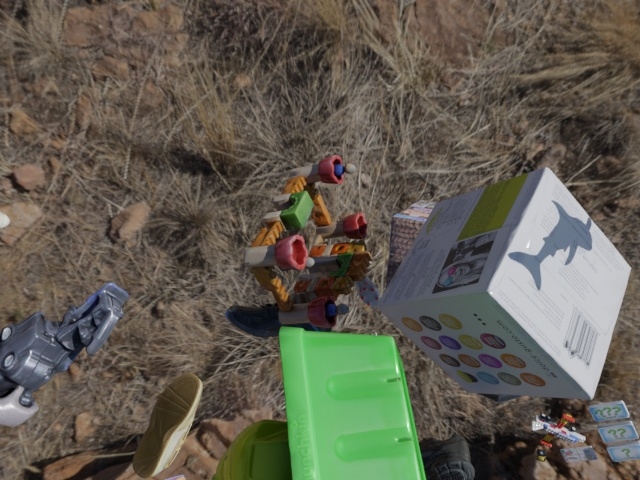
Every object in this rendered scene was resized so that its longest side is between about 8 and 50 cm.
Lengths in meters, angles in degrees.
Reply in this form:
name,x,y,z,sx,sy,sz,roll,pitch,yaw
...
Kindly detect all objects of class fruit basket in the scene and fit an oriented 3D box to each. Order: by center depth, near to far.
name,x,y,z,sx,sy,sz,roll,pitch,yaw
fruit basket,-0.029,0.341,0.826,0.391,0.283,0.393,-6,63,11

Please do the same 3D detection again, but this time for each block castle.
name,x,y,z,sx,sy,sz,roll,pitch,yaw
block castle,0.000,0.000,1.515,0.212,0.303,0.453,-8,36,26

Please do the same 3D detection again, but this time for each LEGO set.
name,x,y,z,sx,sy,sz,roll,pitch,yaw
LEGO set,0.619,0.479,1.288,0.244,0.060,0.183,-20,111,30

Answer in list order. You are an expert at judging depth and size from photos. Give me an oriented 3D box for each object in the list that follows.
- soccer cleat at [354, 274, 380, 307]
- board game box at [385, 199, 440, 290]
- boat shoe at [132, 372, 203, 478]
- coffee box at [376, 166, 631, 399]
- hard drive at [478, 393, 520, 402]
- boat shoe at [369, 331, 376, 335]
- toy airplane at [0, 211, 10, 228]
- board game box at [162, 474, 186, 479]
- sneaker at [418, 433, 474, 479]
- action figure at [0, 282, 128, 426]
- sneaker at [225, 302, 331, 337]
name,x,y,z,sx,sy,sz,roll,pitch,yaw
soccer cleat,0.133,0.131,1.768,0.068,0.076,0.196,-38,94,20
board game box,0.315,0.020,1.635,0.141,0.291,0.232,10,108,23
boat shoe,-0.189,0.233,0.691,0.050,0.045,0.135,27,82,22
coffee box,0.399,0.106,1.189,0.337,0.334,0.338,44,60,-17
hard drive,0.533,0.459,1.661,0.094,0.135,0.022,-5,94,-25
boat shoe,0.148,0.361,1.795,0.043,0.049,0.137,17,109,-9
toy airplane,-0.674,0.014,0.815,0.384,0.386,0.273,-34,100,-32
board game box,-0.437,0.726,1.503,0.033,0.168,0.133,32,101,34
sneaker,0.251,0.571,1.371,0.286,0.130,0.109,-21,111,22
action figure,-0.329,0.135,0.431,0.341,0.179,0.330,-40,38,-4
sneaker,-0.121,0.229,1.665,0.340,0.125,0.140,14,97,-20
